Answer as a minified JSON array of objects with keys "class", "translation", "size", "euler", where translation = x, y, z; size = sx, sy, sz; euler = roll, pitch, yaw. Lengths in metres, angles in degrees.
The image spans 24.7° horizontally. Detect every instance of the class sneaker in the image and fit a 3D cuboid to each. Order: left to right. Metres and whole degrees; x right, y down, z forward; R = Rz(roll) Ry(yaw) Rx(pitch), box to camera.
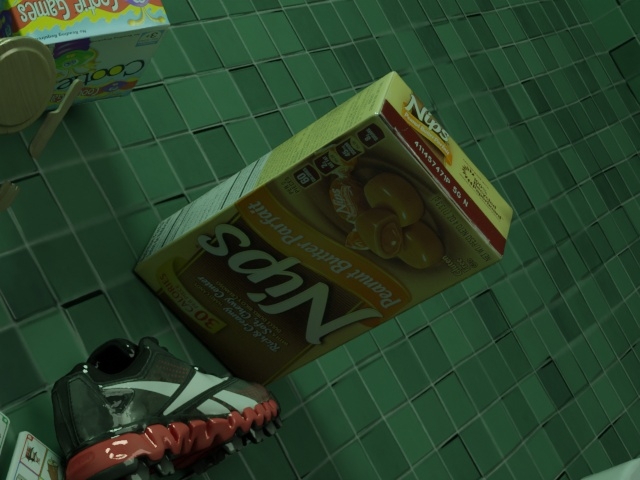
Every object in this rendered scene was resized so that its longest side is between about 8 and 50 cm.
[{"class":"sneaker","translation":[-0.134,0.143,1.286],"size":[0.276,0.098,0.135],"euler":[-6,67,-58]}]

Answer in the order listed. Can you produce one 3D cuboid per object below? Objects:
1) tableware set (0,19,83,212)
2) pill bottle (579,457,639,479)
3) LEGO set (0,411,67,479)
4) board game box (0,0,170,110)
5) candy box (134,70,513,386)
[{"class":"tableware set","translation":[-0.291,-0.087,1.214],"size":[0.039,0.194,0.128],"euler":[29,-5,34]},{"class":"pill bottle","translation":[0.143,0.338,1.232],"size":[0.224,0.392,0.224],"euler":[34,39,-34]},{"class":"LEGO set","translation":[-0.286,0.208,1.091],"size":[0.182,0.060,0.244],"euler":[43,24,-24]},{"class":"board game box","translation":[-0.267,-0.275,1.361],"size":[0.144,0.142,0.275],"euler":[-15,75,-29]},{"class":"candy box","translation":[0.000,0.000,1.381],"size":[0.183,0.316,0.087],"euler":[48,33,-18]}]
